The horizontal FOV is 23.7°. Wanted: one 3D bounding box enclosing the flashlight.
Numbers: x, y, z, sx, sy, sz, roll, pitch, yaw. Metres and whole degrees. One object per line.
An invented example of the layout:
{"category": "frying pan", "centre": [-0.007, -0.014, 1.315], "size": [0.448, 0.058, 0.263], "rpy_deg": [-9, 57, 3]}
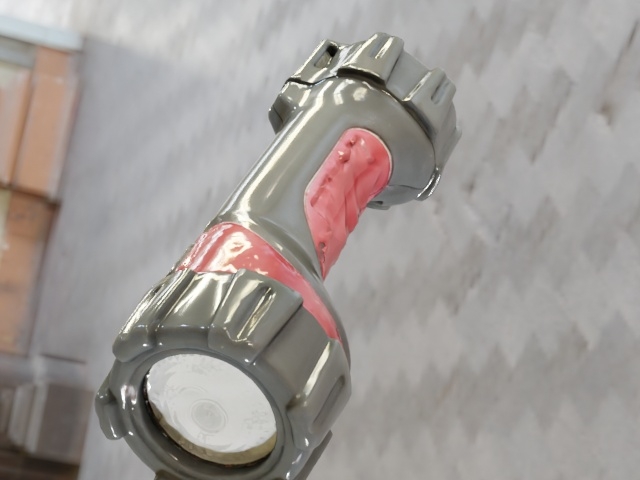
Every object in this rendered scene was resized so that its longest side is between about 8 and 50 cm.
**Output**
{"category": "flashlight", "centre": [0.000, 0.000, 0.735], "size": [0.304, 0.103, 0.103], "rpy_deg": [-55, -44, -54]}
